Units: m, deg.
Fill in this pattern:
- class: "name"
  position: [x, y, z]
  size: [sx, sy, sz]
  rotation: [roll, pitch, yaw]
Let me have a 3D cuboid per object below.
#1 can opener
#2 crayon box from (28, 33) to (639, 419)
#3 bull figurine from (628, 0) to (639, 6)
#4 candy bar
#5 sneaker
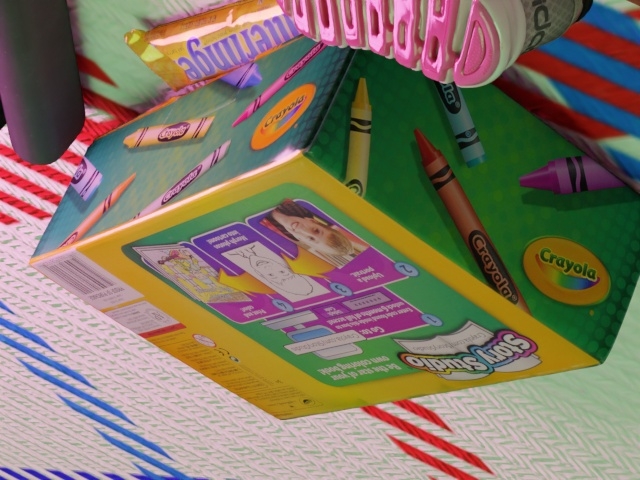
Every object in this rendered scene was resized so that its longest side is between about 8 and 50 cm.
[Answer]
- class: "can opener"
  position: [-0.170, -0.114, 0.886]
  size: [0.076, 0.095, 0.283]
  rotation: [26, 153, 14]
- class: "crayon box"
  position: [0.000, 0.000, 0.891]
  size: [0.165, 0.081, 0.278]
  rotation: [34, 154, -22]
- class: "bull figurine"
  position: [0.015, -0.151, 0.543]
  size: [0.188, 0.101, 0.310]
  rotation: [20, -160, -43]
- class: "candy bar"
  position: [-0.031, -0.092, 0.862]
  size: [0.040, 0.018, 0.161]
  rotation: [46, 151, -26]
- class: "sneaker"
  position: [0.038, -0.106, 0.716]
  size: [0.170, 0.075, 0.063]
  rotation: [33, 136, 50]
